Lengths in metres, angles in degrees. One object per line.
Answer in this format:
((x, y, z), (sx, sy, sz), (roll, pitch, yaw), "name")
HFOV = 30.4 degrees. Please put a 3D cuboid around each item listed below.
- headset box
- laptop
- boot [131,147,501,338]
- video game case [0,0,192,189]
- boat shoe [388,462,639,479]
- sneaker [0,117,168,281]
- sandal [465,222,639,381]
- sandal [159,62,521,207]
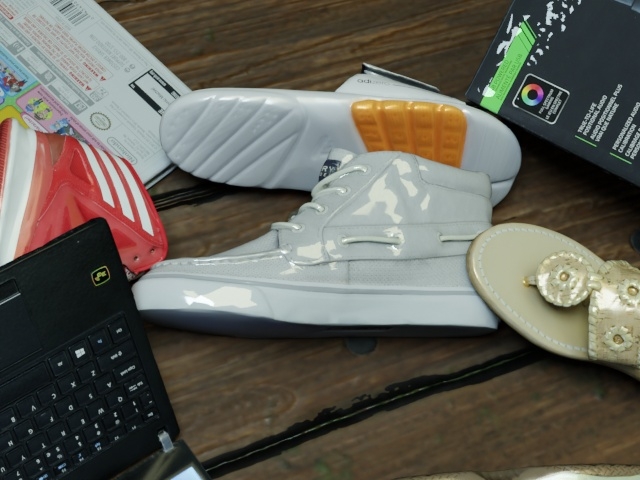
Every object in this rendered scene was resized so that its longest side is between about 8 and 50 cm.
((0.274, -0.150, 0.833), (0.283, 0.131, 0.246), (31, 100, 19), "headset box")
((-0.153, 0.165, 0.650), (0.234, 0.264, 0.136), (-30, 35, -26), "laptop")
((0.000, 0.000, 0.794), (0.258, 0.095, 0.123), (3, 77, -21), "boot")
((-0.211, -0.099, 0.854), (0.212, 0.023, 0.193), (43, 61, 11), "video game case")
((0.132, 0.183, 0.755), (0.190, 0.068, 0.072), (-4, 74, -4), "boat shoe")
((-0.159, 0.039, 0.750), (0.128, 0.087, 0.221), (11, 80, -27), "sneaker")
((0.215, 0.050, 0.788), (0.240, 0.079, 0.088), (34, 58, -16), "sandal")
((0.018, -0.085, 0.851), (0.265, 0.102, 0.076), (8, 41, -13), "sandal")
